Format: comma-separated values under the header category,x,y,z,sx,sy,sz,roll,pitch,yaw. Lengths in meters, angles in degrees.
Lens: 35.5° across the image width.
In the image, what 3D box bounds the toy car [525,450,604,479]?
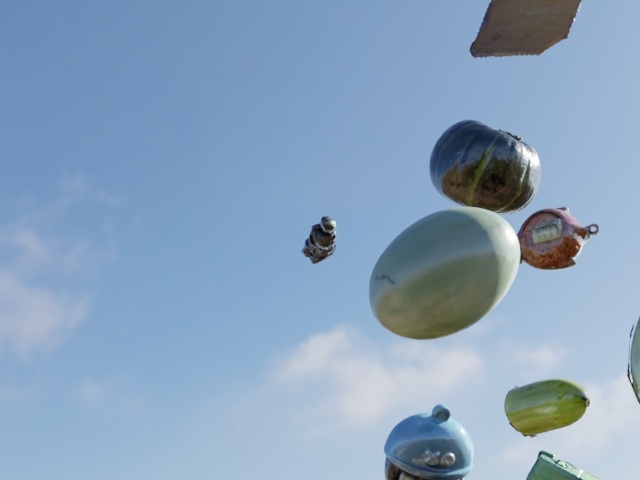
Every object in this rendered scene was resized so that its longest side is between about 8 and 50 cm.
category,x,y,z,sx,sy,sz,roll,pitch,yaw
toy car,0.542,0.537,1.934,0.320,0.141,0.097,26,16,22

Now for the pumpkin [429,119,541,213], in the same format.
category,x,y,z,sx,sy,sz,roll,pitch,yaw
pumpkin,0.459,-0.196,2.782,0.323,0.241,0.323,22,5,-2

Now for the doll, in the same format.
category,x,y,z,sx,sy,sz,roll,pitch,yaw
doll,0.200,0.458,1.940,0.177,0.314,0.141,8,17,-12

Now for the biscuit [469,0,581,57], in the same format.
category,x,y,z,sx,sy,sz,roll,pitch,yaw
biscuit,0.444,-0.486,2.114,0.236,0.232,0.013,9,-20,45

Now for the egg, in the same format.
category,x,y,z,sx,sy,sz,roll,pitch,yaw
egg,0.212,0.057,1.723,0.282,0.203,0.203,-31,-25,-2

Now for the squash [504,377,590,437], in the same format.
category,x,y,z,sx,sy,sz,roll,pitch,yaw
squash,0.509,0.363,2.203,0.123,0.123,0.186,15,-27,-35

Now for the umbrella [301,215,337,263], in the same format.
category,x,y,z,sx,sy,sz,roll,pitch,yaw
umbrella,0.008,-0.001,2.057,0.070,0.071,0.248,1,-13,-9

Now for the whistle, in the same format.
category,x,y,z,sx,sy,sz,roll,pitch,yaw
whistle,0.454,0.015,2.240,0.346,0.142,0.133,-15,-11,24

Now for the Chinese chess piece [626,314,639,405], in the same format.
category,x,y,z,sx,sy,sz,roll,pitch,yaw
Chinese chess piece,0.741,0.211,1.870,0.349,0.350,0.146,10,1,-27
